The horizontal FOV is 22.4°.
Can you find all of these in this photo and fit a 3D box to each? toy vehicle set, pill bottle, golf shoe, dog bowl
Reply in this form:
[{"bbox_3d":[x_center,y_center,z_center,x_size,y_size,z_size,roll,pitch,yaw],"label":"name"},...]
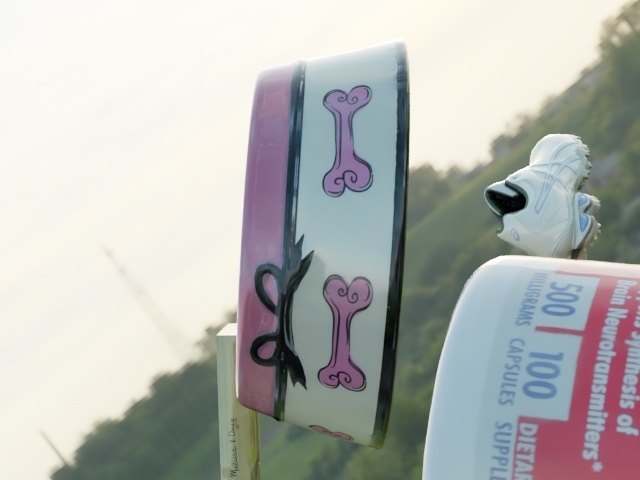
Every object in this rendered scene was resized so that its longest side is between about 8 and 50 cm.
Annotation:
[{"bbox_3d":[-0.097,0.239,1.960,0.035,0.267,0.166,-2,1,2],"label":"toy vehicle set"},{"bbox_3d":[0.279,0.136,0.911,0.407,0.229,0.229,5,15,19],"label":"pill bottle"},{"bbox_3d":[0.177,-0.044,1.329,0.176,0.086,0.069,-87,12,-61],"label":"golf shoe"},{"bbox_3d":[0.000,0.000,1.607,0.150,0.408,0.408,3,-3,0],"label":"dog bowl"}]
